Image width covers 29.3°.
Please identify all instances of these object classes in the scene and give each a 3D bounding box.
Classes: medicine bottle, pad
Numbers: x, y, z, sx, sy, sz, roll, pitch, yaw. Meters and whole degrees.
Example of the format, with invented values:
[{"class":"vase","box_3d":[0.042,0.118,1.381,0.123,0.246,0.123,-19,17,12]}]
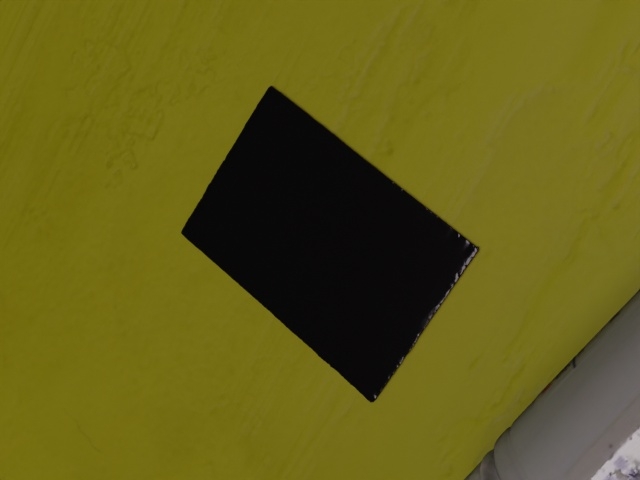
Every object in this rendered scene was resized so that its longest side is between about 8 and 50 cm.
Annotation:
[{"class":"medicine bottle","box_3d":[0.271,0.181,1.044,0.190,0.190,0.332,47,109,20]},{"class":"pad","box_3d":[0.000,0.000,1.293,0.300,0.005,0.202,39,107,23]}]
